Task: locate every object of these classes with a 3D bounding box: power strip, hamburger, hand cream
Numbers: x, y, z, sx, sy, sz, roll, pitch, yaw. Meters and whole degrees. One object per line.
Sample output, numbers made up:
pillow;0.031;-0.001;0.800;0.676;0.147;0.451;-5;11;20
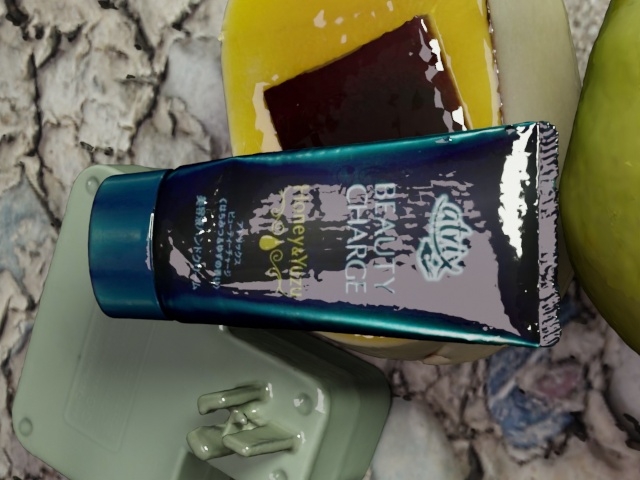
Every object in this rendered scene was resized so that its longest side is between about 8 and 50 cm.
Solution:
power strip;-0.097;0.089;0.898;0.261;0.141;0.229;25;104;30
hamburger;0.053;-0.069;0.803;0.227;0.151;0.295;-7;84;29
hand cream;0.000;0.000;0.725;0.270;0.061;0.120;-2;82;20

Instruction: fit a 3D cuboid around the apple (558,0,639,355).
apple;0.252;-0.045;0.627;0.254;0.292;0.292;11;96;13
